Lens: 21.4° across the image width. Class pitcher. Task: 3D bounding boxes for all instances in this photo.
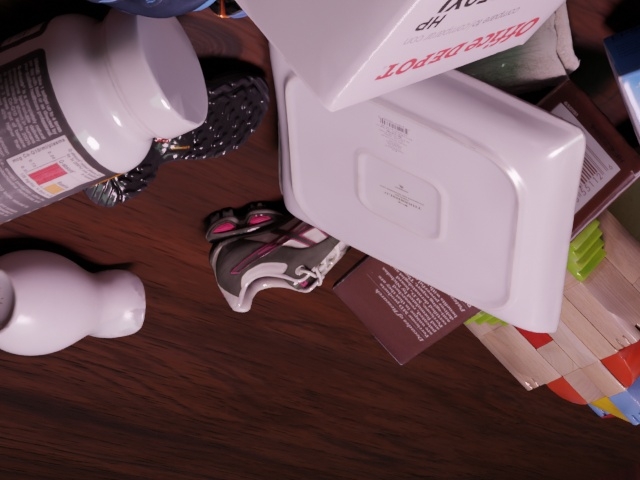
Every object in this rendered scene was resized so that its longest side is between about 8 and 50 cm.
[{"bbox_3d":[-0.342,0.078,2.049,0.178,0.125,0.207,-9,173,33],"label":"pitcher"}]

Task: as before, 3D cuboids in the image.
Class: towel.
[{"bbox_3d":[0.125,-0.183,1.760,0.282,0.049,0.187,-16,155,8],"label":"towel"}]

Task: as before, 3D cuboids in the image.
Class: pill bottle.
[{"bbox_3d":[-0.257,-0.118,1.584,0.278,0.162,0.162,-20,155,18],"label":"pill bottle"}]

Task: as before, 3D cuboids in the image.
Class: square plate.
[{"bbox_3d":[0.088,-0.061,1.683,0.347,0.049,0.344,26,151,19],"label":"square plate"}]

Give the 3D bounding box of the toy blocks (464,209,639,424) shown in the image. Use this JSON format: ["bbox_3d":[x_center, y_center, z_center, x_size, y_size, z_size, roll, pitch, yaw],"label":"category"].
[{"bbox_3d":[0.337,0.115,2.080,0.191,0.261,0.381,-45,-178,-25],"label":"toy blocks"}]

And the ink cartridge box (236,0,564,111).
[{"bbox_3d":[0.141,-0.295,1.192,0.285,0.166,0.395,-23,162,-49],"label":"ink cartridge box"}]

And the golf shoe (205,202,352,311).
[{"bbox_3d":[0.000,0.000,2.022,0.273,0.120,0.105,-19,154,12],"label":"golf shoe"}]

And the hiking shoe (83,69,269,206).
[{"bbox_3d":[-0.162,-0.124,1.726,0.227,0.114,0.086,-27,130,-21],"label":"hiking shoe"}]

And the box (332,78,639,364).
[{"bbox_3d":[0.180,-0.010,1.913,0.191,0.143,0.381,-41,180,-28],"label":"box"}]

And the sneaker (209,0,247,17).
[{"bbox_3d":[-0.001,-0.264,1.507,0.221,0.083,0.087,-21,169,31],"label":"sneaker"}]

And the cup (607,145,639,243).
[{"bbox_3d":[0.510,-0.009,2.068,0.237,0.331,0.331,-33,165,-25],"label":"cup"}]

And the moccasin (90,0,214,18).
[{"bbox_3d":[-0.100,-0.267,1.349,0.117,0.137,0.342,-10,157,-30],"label":"moccasin"}]

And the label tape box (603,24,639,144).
[{"bbox_3d":[0.478,-0.097,1.799,0.249,0.115,0.347,-22,118,9],"label":"label tape box"}]
